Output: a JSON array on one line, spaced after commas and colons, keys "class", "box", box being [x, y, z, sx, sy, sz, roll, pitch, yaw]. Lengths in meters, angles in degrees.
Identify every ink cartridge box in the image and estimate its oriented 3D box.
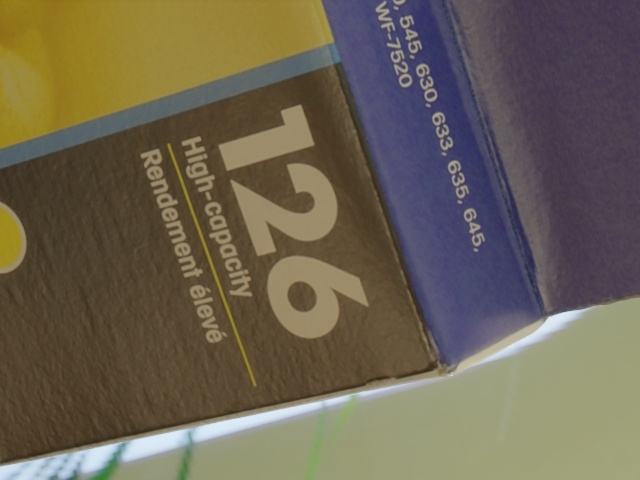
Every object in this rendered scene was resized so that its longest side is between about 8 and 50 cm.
[{"class": "ink cartridge box", "box": [-0.053, -0.088, 0.649, 0.072, 0.307, 0.303, -27, 100, -59]}]
